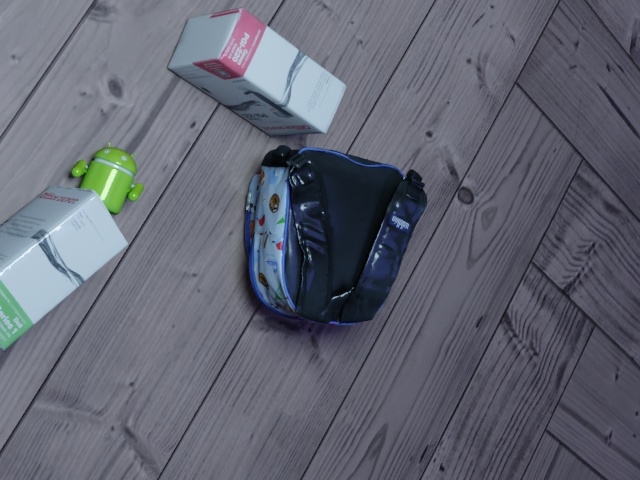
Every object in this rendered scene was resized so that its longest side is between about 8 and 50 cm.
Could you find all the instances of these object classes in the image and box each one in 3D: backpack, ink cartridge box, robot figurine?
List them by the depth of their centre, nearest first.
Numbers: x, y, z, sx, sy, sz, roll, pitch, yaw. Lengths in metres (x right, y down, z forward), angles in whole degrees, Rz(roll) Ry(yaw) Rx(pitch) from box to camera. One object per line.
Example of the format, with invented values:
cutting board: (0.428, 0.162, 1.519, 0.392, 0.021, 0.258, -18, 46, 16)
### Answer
ink cartridge box: (-0.388, 0.029, 1.417, 0.219, 0.160, 0.093, -42, 119, -25)
robot figurine: (-0.305, -0.082, 1.523, 0.101, 0.067, 0.115, 23, 81, -5)
ink cartridge box: (-0.095, -0.247, 1.604, 0.218, 0.158, 0.092, 29, 76, -34)
backpack: (0.000, 0.000, 1.671, 0.276, 0.213, 0.264, 10, 81, -30)
